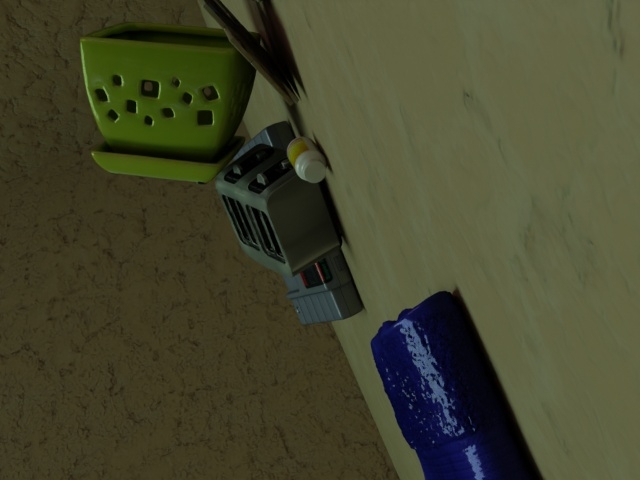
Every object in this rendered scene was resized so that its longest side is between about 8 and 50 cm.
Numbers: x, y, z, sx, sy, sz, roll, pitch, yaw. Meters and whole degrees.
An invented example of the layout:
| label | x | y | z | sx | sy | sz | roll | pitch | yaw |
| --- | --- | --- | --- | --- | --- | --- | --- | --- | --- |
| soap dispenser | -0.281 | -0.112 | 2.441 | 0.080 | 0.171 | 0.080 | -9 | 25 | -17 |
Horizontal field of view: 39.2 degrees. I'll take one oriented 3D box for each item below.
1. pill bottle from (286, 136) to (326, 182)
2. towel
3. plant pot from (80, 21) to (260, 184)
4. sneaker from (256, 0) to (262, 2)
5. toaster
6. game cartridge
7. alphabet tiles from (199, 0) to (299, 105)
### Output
| label | x | y | z | sx | sy | sz | roll | pitch | yaw |
| --- | --- | --- | --- | --- | --- | --- | --- | --- | --- |
| pill bottle | -0.017 | -0.107 | 1.209 | 0.083 | 0.043 | 0.043 | -118 | 7 | -61 |
| towel | 0.124 | 0.204 | 0.739 | 0.227 | 0.076 | 0.308 | 80 | 168 | -77 |
| plant pot | -0.221 | -0.210 | 1.362 | 0.228 | 0.227 | 0.207 | -70 | -15 | -71 |
| sneaker | -0.116 | -0.330 | 1.129 | 0.170 | 0.071 | 0.068 | -120 | 9 | -62 |
| toaster | -0.062 | -0.044 | 1.396 | 0.168 | 0.110 | 0.186 | 25 | 142 | 52 |
| game cartridge | -0.049 | -0.021 | 1.619 | 0.355 | 0.068 | 0.230 | 68 | 163 | 0 |
| alphabet tiles | -0.100 | -0.263 | 1.192 | 0.198 | 0.009 | 0.237 | 44 | -169 | -33 |
